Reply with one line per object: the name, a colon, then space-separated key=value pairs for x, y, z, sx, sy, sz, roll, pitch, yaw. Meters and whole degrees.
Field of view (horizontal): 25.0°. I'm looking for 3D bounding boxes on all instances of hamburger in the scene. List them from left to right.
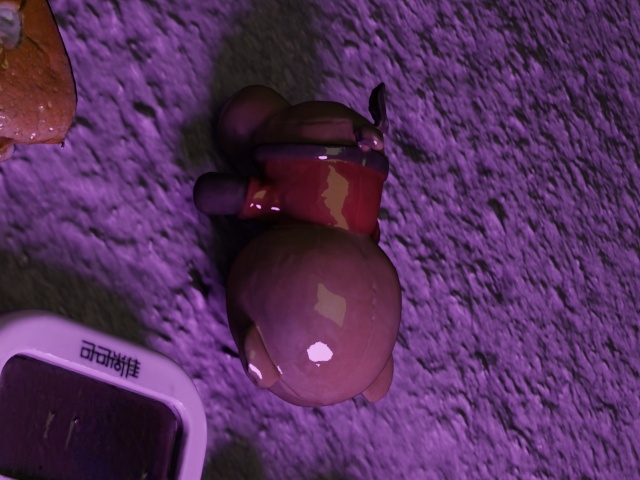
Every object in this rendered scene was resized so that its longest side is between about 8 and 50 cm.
hamburger: x=-0.335 y=-0.177 z=1.143 sx=0.192 sy=0.168 sz=0.288 roll=-29 pitch=102 yaw=-45

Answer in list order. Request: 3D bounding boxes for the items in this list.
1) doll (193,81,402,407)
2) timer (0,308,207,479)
doll: x=0.000 y=0.000 z=1.435 sx=0.235 sy=0.174 sz=0.329 roll=14 pitch=70 yaw=-49
timer: x=-0.220 y=0.193 z=1.236 sx=0.262 sy=0.087 sz=0.237 roll=26 pitch=65 yaw=-39
